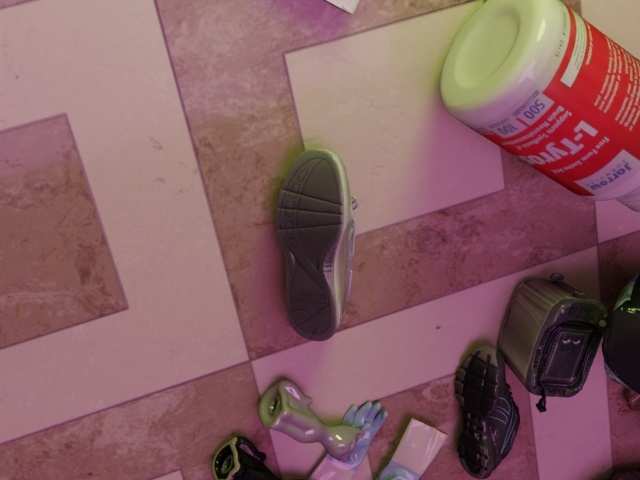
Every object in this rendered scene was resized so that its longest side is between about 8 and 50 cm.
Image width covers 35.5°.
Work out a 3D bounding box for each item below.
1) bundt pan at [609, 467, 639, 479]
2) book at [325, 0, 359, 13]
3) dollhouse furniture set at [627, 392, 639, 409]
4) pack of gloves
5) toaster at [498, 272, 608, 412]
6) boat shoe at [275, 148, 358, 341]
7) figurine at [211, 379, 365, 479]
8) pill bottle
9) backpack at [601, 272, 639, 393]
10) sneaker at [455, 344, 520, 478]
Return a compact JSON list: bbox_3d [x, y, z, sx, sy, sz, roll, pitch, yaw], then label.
[{"bbox_3d":[0.643,0.606,2.068,0.330,0.124,0.331,-7,115,-16],"label":"bundt pan"},{"bbox_3d":[0.003,-0.406,1.458,0.144,0.035,0.096,23,100,-24],"label":"book"},{"bbox_3d":[0.710,0.350,1.998,0.129,0.129,0.184,-38,149,1],"label":"dollhouse furniture set"},{"bbox_3d":[0.093,0.408,1.852,0.195,0.046,0.232,28,99,-15],"label":"pack of gloves"},{"bbox_3d":[0.405,0.175,1.782,0.129,0.146,0.227,6,110,-20],"label":"toaster"},{"bbox_3d":[0.002,0.002,1.603,0.118,0.103,0.320,6,113,22],"label":"boat shoe"},{"bbox_3d":[-0.046,0.375,1.754,0.209,0.092,0.215,35,98,-30],"label":"figurine"},{"bbox_3d":[0.406,-0.203,1.567,0.407,0.229,0.229,27,102,-26],"label":"pill bottle"},{"bbox_3d":[0.630,0.174,1.756,0.290,0.355,0.273,17,118,10],"label":"backpack"},{"bbox_3d":[0.313,0.308,1.857,0.106,0.101,0.267,-17,119,-36],"label":"sneaker"}]
